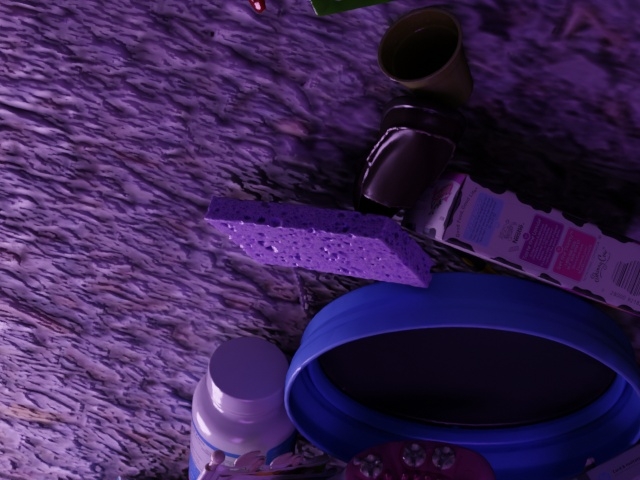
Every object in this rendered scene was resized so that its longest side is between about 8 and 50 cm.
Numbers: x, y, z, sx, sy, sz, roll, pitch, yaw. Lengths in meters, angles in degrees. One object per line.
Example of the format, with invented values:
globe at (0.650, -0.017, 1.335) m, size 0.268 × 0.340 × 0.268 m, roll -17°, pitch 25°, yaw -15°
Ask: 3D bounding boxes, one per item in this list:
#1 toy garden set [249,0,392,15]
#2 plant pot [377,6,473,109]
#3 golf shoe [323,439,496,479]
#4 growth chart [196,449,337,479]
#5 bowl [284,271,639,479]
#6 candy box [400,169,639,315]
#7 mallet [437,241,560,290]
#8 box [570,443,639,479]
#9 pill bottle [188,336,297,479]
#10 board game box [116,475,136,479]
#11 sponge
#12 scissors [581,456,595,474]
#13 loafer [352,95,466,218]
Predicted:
toy garden set at (-0.035, -0.300, 1.599) m, size 0.204 × 0.049 × 0.244 m, roll -10°, pitch 135°, yaw 17°
plant pot at (0.106, -0.161, 1.711) m, size 0.083 × 0.083 × 0.079 m, roll -12°, pitch 147°, yaw 21°
golf shoe at (0.055, 0.306, 2.072) m, size 0.306 × 0.115 × 0.140 m, roll -17°, pitch 157°, yaw 12°
growth chart at (-0.063, 0.295, 2.098) m, size 0.237 × 0.021 × 0.172 m, roll 11°, pitch 128°, yaw -41°
bowl at (0.157, 0.156, 1.995) m, size 0.391 × 0.077 × 0.391 m, roll 4°, pitch 148°, yaw 2°
candy box at (0.212, 0.000, 1.804) m, size 0.233 × 0.071 × 0.159 m, roll 20°, pitch -179°, yaw -14°
mallet at (0.181, 0.028, 1.931) m, size 0.062 × 0.039 × 0.190 m, roll -27°, pitch 123°, yaw 34°
box at (0.336, 0.280, 2.053) m, size 0.186 × 0.038 × 0.145 m, roll -26°, pitch 152°, yaw -5°
pill bottle at (-0.087, 0.213, 2.108) m, size 0.124 × 0.124 × 0.221 m, roll 9°, pitch 138°, yaw 0°
board game box at (-0.091, 0.400, 2.232) m, size 0.336 × 0.254 × 0.079 m, roll 20°, pitch 93°, yaw -13°
sponge at (0.000, 0.000, 1.859) m, size 0.210 × 0.031 × 0.117 m, roll 8°, pitch 160°, yaw 31°
scissors at (0.301, 0.295, 2.127) m, size 0.109 × 0.021 × 0.297 m, roll -14°, pitch 159°, yaw 18°
loafer at (0.082, -0.068, 1.763) m, size 0.080 × 0.078 × 0.220 m, roll 16°, pitch 157°, yaw -5°
